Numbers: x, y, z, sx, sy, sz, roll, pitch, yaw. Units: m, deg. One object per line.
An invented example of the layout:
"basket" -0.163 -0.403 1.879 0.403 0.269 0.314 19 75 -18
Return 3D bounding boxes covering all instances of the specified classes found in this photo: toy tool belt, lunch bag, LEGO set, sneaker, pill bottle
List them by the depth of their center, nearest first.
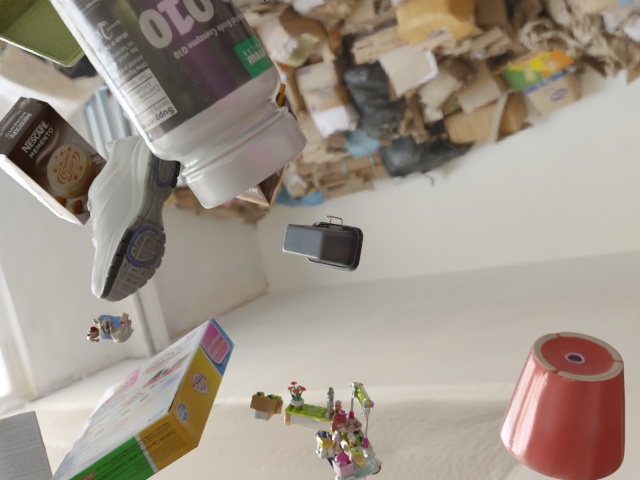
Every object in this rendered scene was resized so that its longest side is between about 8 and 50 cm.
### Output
"pill bottle" -0.182 -0.237 1.102 0.204 0.361 0.204 -31 -167 8
"LEGO set" 0.006 0.276 1.346 0.132 0.107 0.287 -12 -156 -34
"sneaker" -0.322 -0.040 1.360 0.129 0.297 0.111 1 156 23
"toy tool belt" -0.375 0.148 1.470 0.083 0.051 0.052 0 -152 9
"lunch bag" 0.037 0.402 1.621 0.065 0.098 0.067 -32 174 18

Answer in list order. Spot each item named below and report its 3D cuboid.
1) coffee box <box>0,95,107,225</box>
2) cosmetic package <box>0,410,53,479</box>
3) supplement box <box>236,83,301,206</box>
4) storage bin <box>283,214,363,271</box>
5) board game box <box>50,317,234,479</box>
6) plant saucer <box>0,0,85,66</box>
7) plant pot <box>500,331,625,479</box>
"coffee box" -0.547 -0.160 1.700 0.098 0.246 0.141 18 -111 36
"cosmetic package" -0.478 0.394 1.351 0.086 0.117 0.231 -14 -148 -24
"supplement box" -0.144 -0.202 1.666 0.129 0.191 0.194 17 164 15
"storage bin" 0.000 0.000 1.555 0.091 0.098 0.135 9 -178 -45
"board game box" -0.264 0.263 1.262 0.242 0.064 0.316 -34 -167 14
"plant saucer" -0.401 -0.348 1.285 0.188 0.045 0.188 25 -118 18
"plant pot" 0.551 0.354 1.842 0.275 0.243 0.275 1 -154 0
